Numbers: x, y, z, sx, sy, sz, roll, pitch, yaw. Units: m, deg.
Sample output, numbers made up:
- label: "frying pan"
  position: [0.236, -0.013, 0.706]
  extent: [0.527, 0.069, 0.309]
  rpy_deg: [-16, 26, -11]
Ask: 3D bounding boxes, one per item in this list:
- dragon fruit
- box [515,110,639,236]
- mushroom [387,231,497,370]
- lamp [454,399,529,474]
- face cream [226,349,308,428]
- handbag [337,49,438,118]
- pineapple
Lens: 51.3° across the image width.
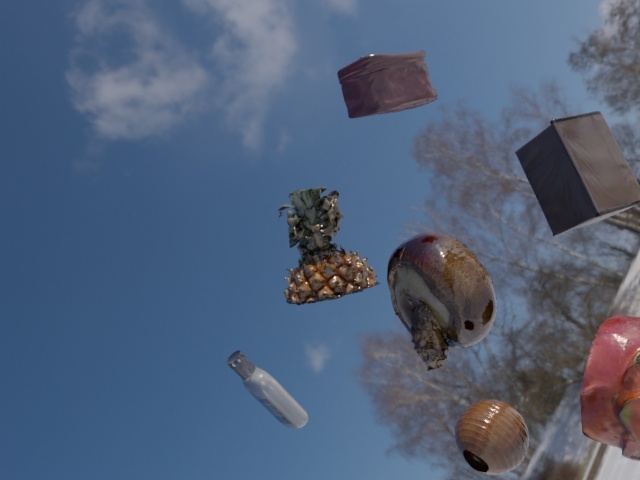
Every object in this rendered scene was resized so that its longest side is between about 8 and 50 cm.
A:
- label: "dragon fruit"
  position: [0.639, 0.283, 1.289]
  extent: [0.290, 0.189, 0.291]
  rpy_deg: [-2, -88, -43]
- label: "box"
  position: [0.622, -0.159, 1.610]
  extent: [0.188, 0.252, 0.153]
  rpy_deg: [-14, -15, -29]
- label: "mushroom"
  position: [0.248, 0.119, 1.375]
  extent: [0.163, 0.297, 0.278]
  rpy_deg: [-9, -94, -19]
- label: "lamp"
  position: [0.314, 0.359, 1.222]
  extent: [0.136, 0.136, 0.136]
  rpy_deg: [-37, -42, -42]
- label: "face cream"
  position: [-0.160, 0.434, 1.936]
  extent: [0.291, 0.144, 0.071]
  rpy_deg: [48, -118, -19]
- label: "handbag"
  position: [0.152, -0.356, 1.513]
  extent: [0.225, 0.146, 0.135]
  rpy_deg: [-19, -84, -37]
- label: "pineapple"
  position: [0.000, 0.000, 1.659]
  extent: [0.262, 0.262, 0.272]
  rpy_deg: [-20, -82, -53]
